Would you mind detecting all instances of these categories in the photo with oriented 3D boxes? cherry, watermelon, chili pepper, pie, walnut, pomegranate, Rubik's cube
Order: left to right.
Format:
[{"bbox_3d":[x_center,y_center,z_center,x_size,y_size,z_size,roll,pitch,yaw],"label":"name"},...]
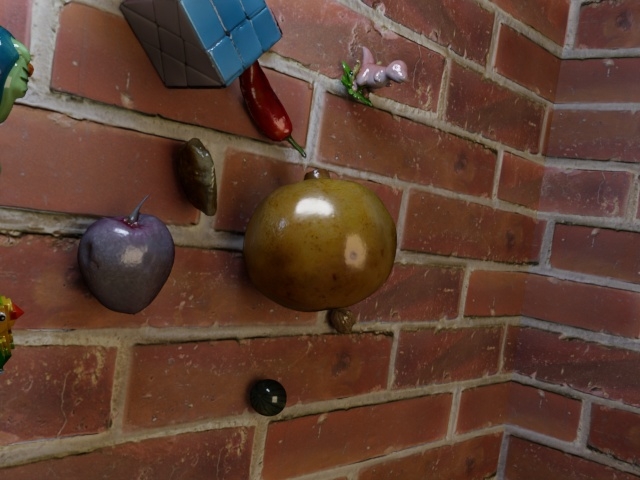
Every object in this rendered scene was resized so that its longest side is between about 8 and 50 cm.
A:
[{"bbox_3d":[-0.429,0.037,1.596,0.213,0.183,0.266,-8,101,-44],"label":"cherry"},{"bbox_3d":[-0.291,-0.152,1.742,0.079,0.163,0.193,-18,105,-25],"label":"pie"},{"bbox_3d":[-0.266,-0.498,1.645,0.224,0.221,0.231,-50,131,-29],"label":"Rubik's cube"},{"bbox_3d":[-0.147,-0.356,1.880,0.092,0.137,0.368,-38,140,-2],"label":"chili pepper"},{"bbox_3d":[-0.145,0.453,2.070,0.105,0.105,0.133,-68,158,-13],"label":"watermelon"},{"bbox_3d":[0.000,0.000,1.932,0.416,0.416,0.417,-12,107,-47],"label":"pomegranate"},{"bbox_3d":[0.072,0.252,2.290,0.079,0.082,0.096,-81,159,-47],"label":"walnut"}]

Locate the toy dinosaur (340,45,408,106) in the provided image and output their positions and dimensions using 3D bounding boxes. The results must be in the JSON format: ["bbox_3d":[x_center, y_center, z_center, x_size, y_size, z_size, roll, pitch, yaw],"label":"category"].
[{"bbox_3d":[0.157,-0.504,2.146,0.152,0.177,0.194,24,34,-40],"label":"toy dinosaur"}]

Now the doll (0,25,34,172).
[{"bbox_3d":[-0.634,-0.261,1.299,0.186,0.198,0.322,14,96,-37],"label":"doll"}]

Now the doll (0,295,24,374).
[{"bbox_3d":[-0.665,0.190,1.408,0.134,0.106,0.186,22,100,-36],"label":"doll"}]
